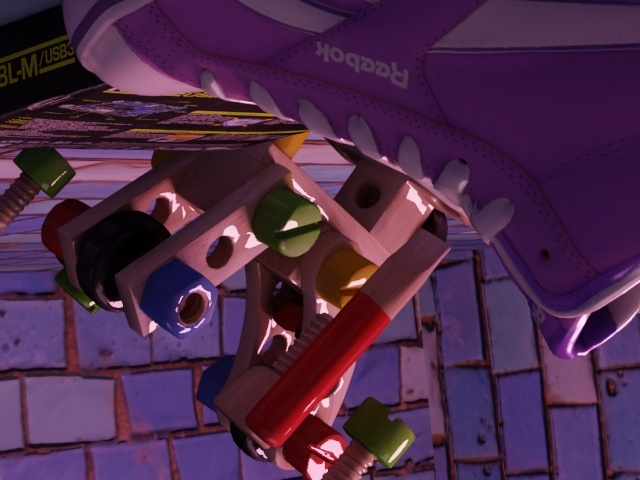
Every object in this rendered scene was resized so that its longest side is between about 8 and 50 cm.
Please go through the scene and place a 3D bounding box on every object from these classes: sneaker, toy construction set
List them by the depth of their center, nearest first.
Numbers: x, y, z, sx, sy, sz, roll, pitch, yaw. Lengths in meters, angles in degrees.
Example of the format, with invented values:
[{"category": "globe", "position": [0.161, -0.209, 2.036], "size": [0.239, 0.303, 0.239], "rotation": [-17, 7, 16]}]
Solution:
[{"category": "sneaker", "position": [0.031, -0.039, 0.599], "size": [0.282, 0.161, 0.102], "rotation": [-6, 178, 37]}, {"category": "toy construction set", "position": [0.000, 0.000, 1.103], "size": [0.237, 0.257, 0.309], "rotation": [-48, -155, -8]}]

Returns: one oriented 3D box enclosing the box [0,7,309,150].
[{"category": "box", "position": [-0.064, -0.073, 0.858], "size": [0.191, 0.045, 0.184], "rotation": [-2, 173, -39]}]
